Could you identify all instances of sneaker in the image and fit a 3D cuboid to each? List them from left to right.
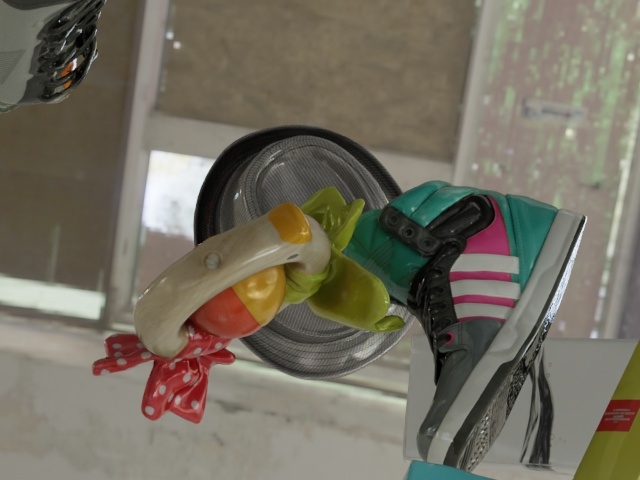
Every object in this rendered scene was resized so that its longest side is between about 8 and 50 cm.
[{"bbox_3d":[-0.156,-0.133,0.740,0.100,0.108,0.271,-46,-160,-24],"label":"sneaker"},{"bbox_3d":[0.093,0.052,1.081,0.178,0.124,0.295,21,-134,15],"label":"sneaker"}]

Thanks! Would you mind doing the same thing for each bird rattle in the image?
[{"bbox_3d":[-0.074,0.039,1.033,0.253,0.143,0.207,-22,160,1],"label":"bird rattle"}]

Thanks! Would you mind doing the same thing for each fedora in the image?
[{"bbox_3d":[0.000,0.000,1.346,0.243,0.275,0.124,-25,175,-16],"label":"fedora"}]

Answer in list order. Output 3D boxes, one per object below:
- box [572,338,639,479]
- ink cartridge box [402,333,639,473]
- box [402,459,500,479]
[{"bbox_3d":[0.261,0.161,1.036,0.058,0.087,0.232,-3,-144,39],"label":"box"},{"bbox_3d":[0.332,0.216,1.672,0.394,0.166,0.285,0,170,21],"label":"ink cartridge box"},{"bbox_3d":[0.073,0.265,0.797,0.100,0.244,0.060,13,158,4],"label":"box"}]
